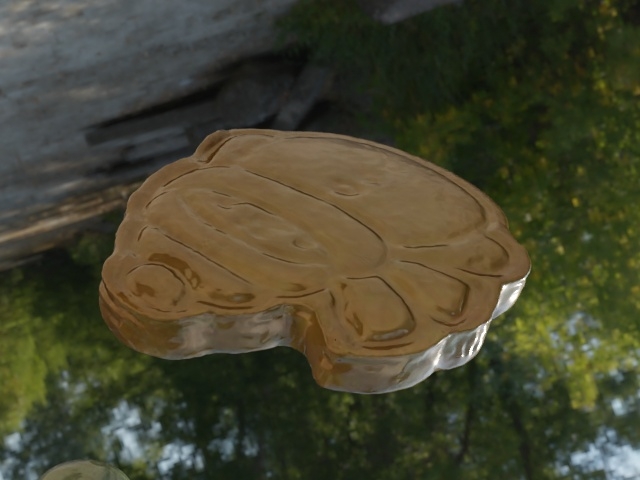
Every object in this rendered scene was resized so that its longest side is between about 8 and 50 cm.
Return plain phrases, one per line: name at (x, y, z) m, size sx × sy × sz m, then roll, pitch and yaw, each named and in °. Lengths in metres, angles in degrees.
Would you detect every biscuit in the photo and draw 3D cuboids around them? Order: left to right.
biscuit at (0.000, 0.000, 0.864) m, size 0.312 × 0.057 × 0.351 m, roll 20°, pitch -147°, yaw 21°

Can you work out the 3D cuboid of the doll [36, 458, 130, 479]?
doll at (-0.106, 0.257, 0.558) m, size 0.228 × 0.258 × 0.154 m, roll 8°, pitch -158°, yaw 41°
